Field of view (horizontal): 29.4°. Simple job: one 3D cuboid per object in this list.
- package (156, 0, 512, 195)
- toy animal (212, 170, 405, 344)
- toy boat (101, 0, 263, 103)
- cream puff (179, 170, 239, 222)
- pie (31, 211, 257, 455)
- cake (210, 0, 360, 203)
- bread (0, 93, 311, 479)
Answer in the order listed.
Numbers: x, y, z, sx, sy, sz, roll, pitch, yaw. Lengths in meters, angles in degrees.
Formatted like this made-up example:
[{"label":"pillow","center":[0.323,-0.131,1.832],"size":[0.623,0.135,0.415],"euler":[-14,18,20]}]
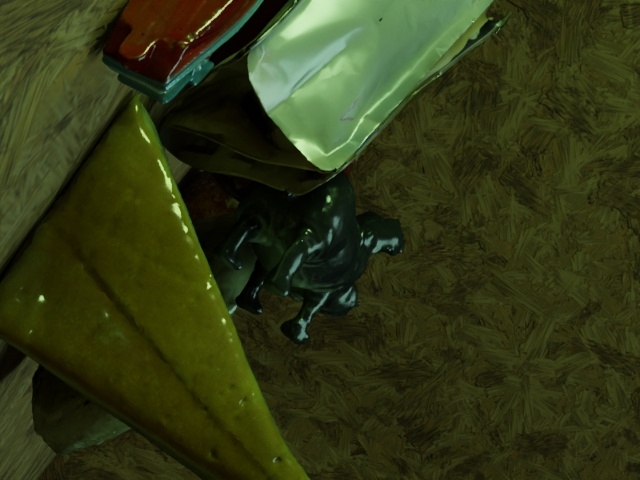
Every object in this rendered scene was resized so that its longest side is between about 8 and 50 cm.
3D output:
[{"label":"package","center":[0.028,-0.173,1.126],"size":[0.311,0.165,0.221],"euler":[-49,-170,-30]},{"label":"toy animal","center":[-0.007,0.015,1.239],"size":[0.168,0.106,0.343],"euler":[-59,163,-1]},{"label":"toy boat","center":[-0.084,-0.160,0.840],"size":[0.173,0.069,0.058],"euler":[-56,167,-31]},{"label":"cream puff","center":[-0.155,-0.023,1.862],"size":[0.240,0.164,0.240],"euler":[-46,-164,17]},{"label":"pie","center":[-0.197,0.087,1.350],"size":[0.339,0.077,0.339],"euler":[-33,-155,18]},{"label":"cake","center":[-0.028,-0.161,1.329],"size":[0.283,0.177,0.151],"euler":[-62,167,-12]},{"label":"bread","center":[-0.091,0.092,1.095],"size":[0.245,0.362,0.233],"euler":[-54,180,-10]}]
